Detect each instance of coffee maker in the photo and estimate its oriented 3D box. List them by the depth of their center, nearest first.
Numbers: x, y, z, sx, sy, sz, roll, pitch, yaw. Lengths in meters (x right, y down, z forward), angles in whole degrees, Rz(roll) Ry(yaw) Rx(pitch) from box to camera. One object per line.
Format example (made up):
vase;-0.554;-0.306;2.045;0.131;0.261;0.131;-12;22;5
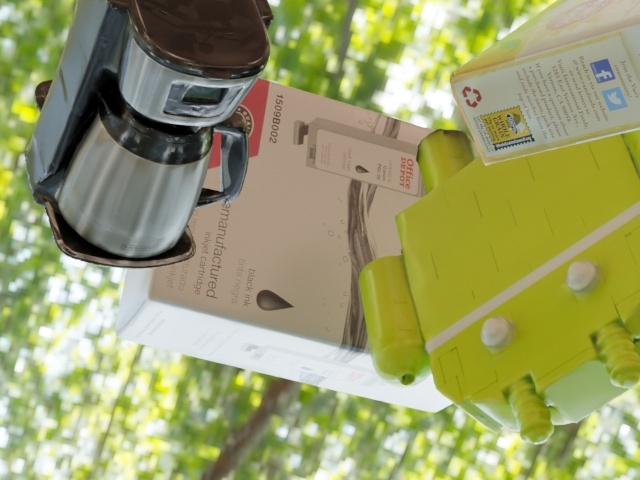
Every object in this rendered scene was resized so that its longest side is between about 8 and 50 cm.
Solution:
coffee maker;-0.117;-0.099;0.992;0.120;0.178;0.171;-22;-120;-43

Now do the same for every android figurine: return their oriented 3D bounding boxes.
android figurine;0.131;0.006;0.998;0.056;0.248;0.273;39;-152;-35

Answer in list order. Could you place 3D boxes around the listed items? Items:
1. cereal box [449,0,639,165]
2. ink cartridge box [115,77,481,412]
cereal box;0.189;-0.101;0.621;0.240;0.047;0.173;-10;-161;47
ink cartridge box;0.000;0.000;1.293;0.283;0.207;0.117;14;158;-16
